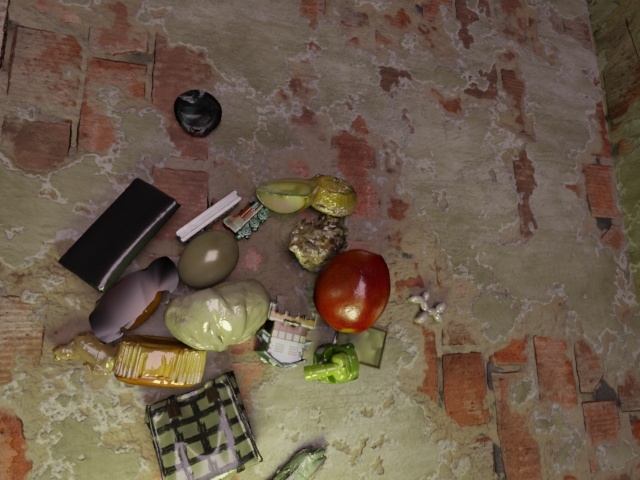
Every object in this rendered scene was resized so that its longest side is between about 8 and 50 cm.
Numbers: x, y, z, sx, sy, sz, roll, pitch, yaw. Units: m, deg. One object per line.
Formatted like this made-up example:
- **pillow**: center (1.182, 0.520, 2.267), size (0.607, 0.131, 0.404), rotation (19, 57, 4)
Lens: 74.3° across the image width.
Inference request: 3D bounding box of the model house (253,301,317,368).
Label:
- **model house**: center (-0.135, 0.353, 1.553), size (0.198, 0.224, 0.216), rotation (15, 73, -15)

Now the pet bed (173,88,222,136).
- **pet bed**: center (-0.496, -0.520, 1.715), size (0.201, 0.053, 0.202), rotation (4, 78, -18)

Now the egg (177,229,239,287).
- **egg**: center (-0.408, 0.069, 1.544), size (0.241, 0.186, 0.186), rotation (-42, 93, -20)

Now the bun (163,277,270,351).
- **bun**: center (-0.338, 0.258, 1.440), size (0.364, 0.365, 0.220), rotation (-13, 87, -20)

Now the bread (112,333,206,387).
- **bread**: center (-0.539, 0.415, 1.425), size (0.287, 0.204, 0.156), rotation (12, 83, -22)

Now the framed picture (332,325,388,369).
- **framed picture**: center (0.163, 0.424, 1.747), size (0.231, 0.010, 0.173), rotation (20, 73, -13)

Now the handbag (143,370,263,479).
- **handbag**: center (-0.401, 0.659, 1.437), size (0.325, 0.162, 0.327), rotation (-17, 78, -23)

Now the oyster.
- **oyster**: center (0.001, -0.001, 1.722), size (0.351, 0.114, 0.238), rotation (-19, 82, -44)

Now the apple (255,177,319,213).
- **apple**: center (-0.114, -0.185, 1.700), size (0.193, 0.264, 0.120), rotation (-43, 134, -48)

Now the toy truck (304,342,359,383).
- **toy truck**: center (0.048, 0.469, 1.583), size (0.186, 0.210, 0.149), rotation (-9, 84, 16)

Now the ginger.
- **ginger**: center (-0.773, 0.367, 1.425), size (0.213, 0.074, 0.138), rotation (23, 62, -7)

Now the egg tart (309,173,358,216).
- **egg tart**: center (0.051, -0.205, 1.770), size (0.252, 0.098, 0.231), rotation (42, 50, 17)

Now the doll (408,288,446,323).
- **doll**: center (0.475, 0.297, 1.852), size (0.159, 0.059, 0.161), rotation (-15, 83, -19)

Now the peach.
- **peach**: center (0.130, 0.184, 1.630), size (0.307, 0.308, 0.333), rotation (29, 103, -10)

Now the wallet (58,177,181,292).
- **wallet**: center (-0.707, -0.028, 1.500), size (0.228, 0.062, 0.406), rotation (27, 68, 20)

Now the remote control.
- **remote control**: center (-0.426, -0.083, 1.616), size (0.277, 0.103, 0.056), rotation (-41, 94, -21)

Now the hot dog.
- **hot dog**: center (-0.633, 0.215, 1.480), size (0.325, 0.107, 0.194), rotation (-31, 83, -23)

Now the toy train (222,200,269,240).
- **toy train**: center (-0.291, -0.085, 1.679), size (0.118, 0.074, 0.176), rotation (43, 71, -1)

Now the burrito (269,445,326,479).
- **burrito**: center (-0.108, 0.864, 1.535), size (0.309, 0.066, 0.096), rotation (-35, 96, -21)
